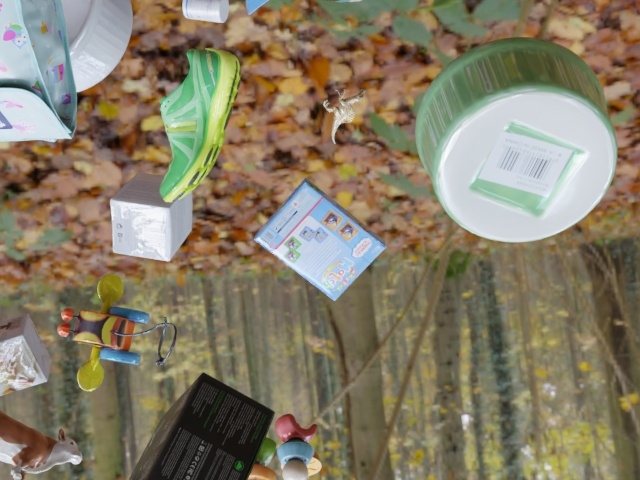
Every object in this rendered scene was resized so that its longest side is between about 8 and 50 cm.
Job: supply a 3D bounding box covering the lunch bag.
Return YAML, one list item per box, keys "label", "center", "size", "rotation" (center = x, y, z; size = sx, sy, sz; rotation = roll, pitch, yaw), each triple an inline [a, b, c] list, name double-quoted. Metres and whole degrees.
- label: "lunch bag"
  center: [-0.509, -0.274, 1.258]
  size: [0.224, 0.262, 0.160]
  rotation: [-1, -154, 8]

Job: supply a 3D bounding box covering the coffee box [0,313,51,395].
- label: "coffee box"
  center: [-0.756, 0.279, 1.831]
  size: [0.247, 0.141, 0.098]
  rotation: [-18, -152, -3]

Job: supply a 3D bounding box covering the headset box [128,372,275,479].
- label: "headset box"
  center: [-0.218, 0.374, 1.251]
  size: [0.131, 0.246, 0.283]
  rotation: [31, 143, -8]

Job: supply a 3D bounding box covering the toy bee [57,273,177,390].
- label: "toy bee"
  center: [-0.374, 0.144, 1.401]
  size: [0.162, 0.195, 0.298]
  rotation: [17, 145, -26]

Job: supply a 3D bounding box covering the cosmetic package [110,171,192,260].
- label: "cosmetic package"
  center: [-0.421, -0.063, 2.044]
  size: [0.152, 0.151, 0.183]
  rotation: [8, -153, 6]

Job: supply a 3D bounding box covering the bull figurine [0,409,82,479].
- label: "bull figurine"
  center: [-0.722, 0.488, 1.908]
  size: [0.310, 0.101, 0.188]
  rotation: [30, -158, -12]

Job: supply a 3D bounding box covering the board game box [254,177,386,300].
- label: "board game box"
  center: [0.000, 0.000, 1.629]
  size: [0.160, 0.211, 0.039]
  rotation: [-47, -166, 17]

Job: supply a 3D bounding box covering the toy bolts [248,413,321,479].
- label: "toy bolts"
  center: [-0.074, 0.548, 1.937]
  size: [0.218, 0.158, 0.228]
  rotation: [23, 130, -21]

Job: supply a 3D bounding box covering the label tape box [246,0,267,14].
- label: "label tape box"
  center: [-0.161, -0.678, 1.703]
  size: [0.106, 0.333, 0.241]
  rotation: [-5, 177, -32]

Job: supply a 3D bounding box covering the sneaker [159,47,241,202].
- label: "sneaker"
  center: [-0.240, -0.213, 1.498]
  size: [0.124, 0.295, 0.109]
  rotation: [21, -173, 6]

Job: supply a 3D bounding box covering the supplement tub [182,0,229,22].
- label: "supplement tub"
  center: [-0.303, -0.615, 2.144]
  size: [0.107, 0.071, 0.071]
  rotation: [10, -178, 13]

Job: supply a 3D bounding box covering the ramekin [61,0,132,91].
- label: "ramekin"
  center: [-0.484, -0.409, 1.507]
  size: [0.277, 0.277, 0.135]
  rotation: [-8, 165, 23]

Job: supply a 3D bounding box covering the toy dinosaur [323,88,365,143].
- label: "toy dinosaur"
  center: [0.052, -0.362, 2.291]
  size: [0.183, 0.093, 0.053]
  rotation: [-54, 172, 28]

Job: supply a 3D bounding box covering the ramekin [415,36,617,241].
- label: "ramekin"
  center: [0.303, -0.143, 1.252]
  size: [0.304, 0.303, 0.148]
  rotation: [-7, -146, 7]
